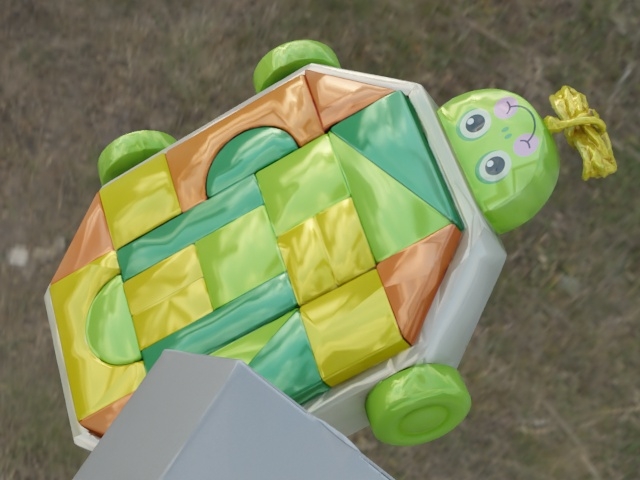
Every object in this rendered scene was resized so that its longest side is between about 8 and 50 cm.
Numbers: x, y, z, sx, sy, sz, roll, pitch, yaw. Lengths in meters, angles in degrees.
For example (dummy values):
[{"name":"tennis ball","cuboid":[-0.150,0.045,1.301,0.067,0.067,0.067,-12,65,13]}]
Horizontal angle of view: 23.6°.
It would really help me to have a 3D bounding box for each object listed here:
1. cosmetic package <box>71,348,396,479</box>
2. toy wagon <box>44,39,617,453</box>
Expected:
[{"name":"cosmetic package","cuboid":[-0.074,0.177,0.675,0.127,0.107,0.238,42,69,-20]},{"name":"toy wagon","cuboid":[0.000,0.000,0.880,0.344,0.068,0.267,-29,54,13]}]
